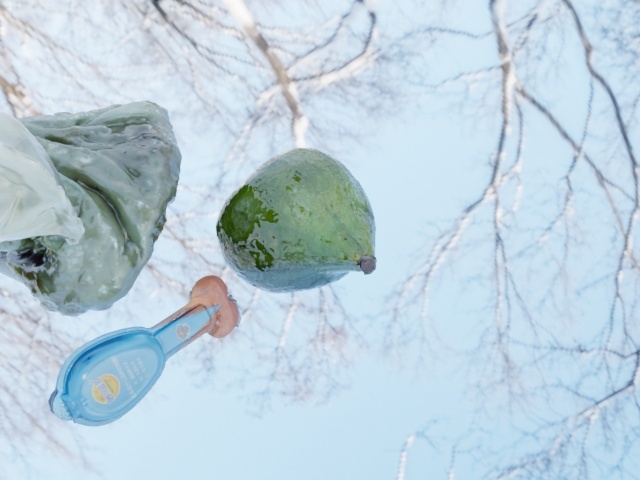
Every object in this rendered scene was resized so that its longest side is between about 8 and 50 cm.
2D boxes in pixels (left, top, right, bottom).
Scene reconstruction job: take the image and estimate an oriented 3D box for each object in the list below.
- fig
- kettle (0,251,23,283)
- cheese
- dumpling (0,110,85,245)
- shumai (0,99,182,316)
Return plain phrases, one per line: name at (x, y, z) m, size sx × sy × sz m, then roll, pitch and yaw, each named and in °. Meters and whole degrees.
fig at (0.000, 0.000, 1.244) m, size 0.235 × 0.203 × 0.203 m, roll 34°, pitch -104°, yaw 36°
kettle at (-0.520, 0.007, 1.656) m, size 0.243 × 0.160 × 0.210 m, roll 7°, pitch -158°, yaw 41°
cheese at (-0.203, 0.131, 1.160) m, size 0.256 × 0.106 × 0.037 m, roll -34°, pitch -150°, yaw -25°
dumpling at (-0.302, -0.058, 0.934) m, size 0.166 × 0.216 × 0.126 m, roll 10°, pitch -138°, yaw 46°
shumai at (-0.344, -0.084, 1.194) m, size 0.309 × 0.263 × 0.304 m, roll -2°, pitch -114°, yaw 50°
